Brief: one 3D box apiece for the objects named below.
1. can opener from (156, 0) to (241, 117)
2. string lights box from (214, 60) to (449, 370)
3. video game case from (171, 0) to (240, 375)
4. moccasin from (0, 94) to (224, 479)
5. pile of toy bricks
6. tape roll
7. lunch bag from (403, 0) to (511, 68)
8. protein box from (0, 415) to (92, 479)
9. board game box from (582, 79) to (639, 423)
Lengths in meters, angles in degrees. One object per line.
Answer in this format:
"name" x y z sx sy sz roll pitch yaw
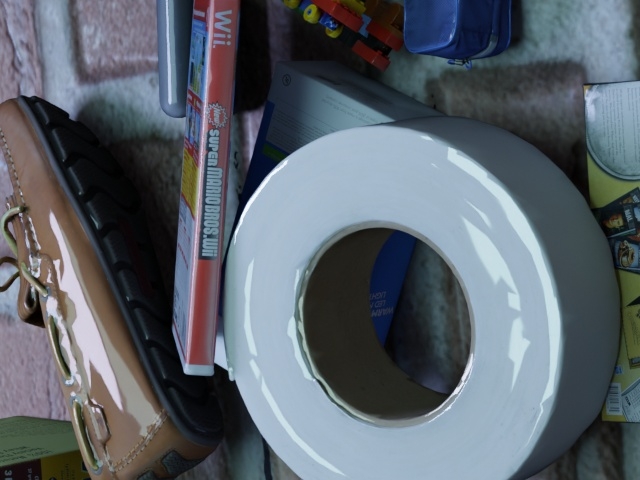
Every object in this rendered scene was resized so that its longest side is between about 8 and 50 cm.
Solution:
"can opener" -0.110 -0.246 1.676 0.095 0.076 0.283 -164 72 -72
"string lights box" 0.000 0.000 1.584 0.133 0.077 0.260 30 114 35
"video game case" -0.091 -0.053 1.544 0.204 0.025 0.285 -132 46 -80
"moccasin" -0.209 0.044 1.717 0.147 0.139 0.380 -31 72 19
"pile of toy bricks" 0.005 -0.226 1.552 0.105 0.118 0.212 -55 40 7
"tape roll" 0.068 0.053 1.433 0.286 0.100 0.286 6 101 32
"lunch bag" 0.106 -0.177 1.481 0.067 0.065 0.098 -1 87 56
"protein box" -0.274 0.242 1.765 0.201 0.200 0.136 1 95 40
"board game box" 0.267 0.007 1.375 0.165 0.042 0.243 -1 94 41
